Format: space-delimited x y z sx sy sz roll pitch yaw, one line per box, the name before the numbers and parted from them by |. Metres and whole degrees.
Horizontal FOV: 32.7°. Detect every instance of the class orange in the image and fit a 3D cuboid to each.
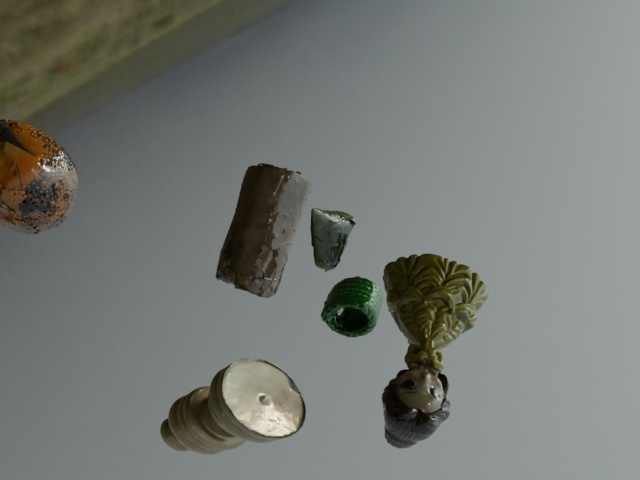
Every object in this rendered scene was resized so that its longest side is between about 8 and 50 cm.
orange | -0.552 -0.112 1.983 0.234 0.234 0.182 -16 -133 48

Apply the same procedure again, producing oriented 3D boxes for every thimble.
thimble | 0.068 0.142 2.313 0.130 0.118 0.090 -8 -138 27

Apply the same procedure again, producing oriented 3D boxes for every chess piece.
chess piece | -0.167 0.276 1.701 0.138 0.124 0.307 -4 164 -38

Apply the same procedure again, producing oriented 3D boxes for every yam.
yam | -0.106 -0.015 2.008 0.128 0.129 0.238 108 -3 -83

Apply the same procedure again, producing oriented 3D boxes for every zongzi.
zongzi | 0.000 0.000 1.829 0.055 0.109 0.119 24 -170 32

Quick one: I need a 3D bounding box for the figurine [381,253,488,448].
figurine | 0.179 0.196 1.869 0.168 0.187 0.315 -33 -148 41
